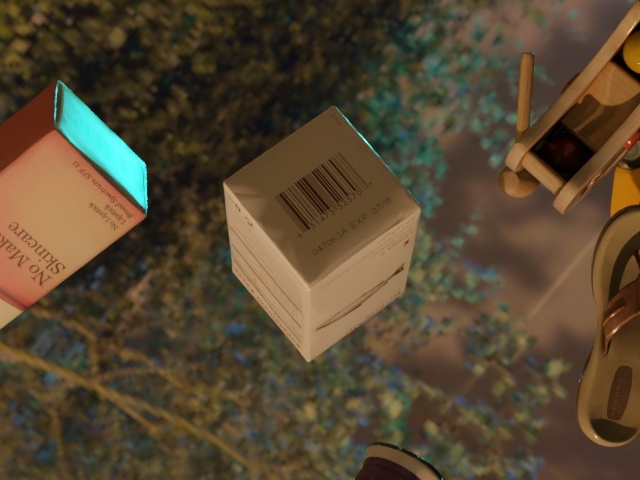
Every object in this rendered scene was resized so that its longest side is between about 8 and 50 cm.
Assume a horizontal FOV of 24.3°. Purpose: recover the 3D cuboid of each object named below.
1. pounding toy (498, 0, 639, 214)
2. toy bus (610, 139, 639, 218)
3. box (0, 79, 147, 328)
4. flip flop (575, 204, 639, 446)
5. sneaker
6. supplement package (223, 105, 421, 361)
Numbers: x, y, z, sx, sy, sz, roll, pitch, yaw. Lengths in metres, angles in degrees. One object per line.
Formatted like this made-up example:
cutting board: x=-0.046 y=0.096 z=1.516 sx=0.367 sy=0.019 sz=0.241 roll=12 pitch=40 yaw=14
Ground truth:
pounding toy: x=0.239 y=-0.134 z=1.453 sx=0.269 sy=0.155 sz=0.154 roll=-54 pitch=167 yaw=31
toy bus: x=0.439 y=-0.167 z=1.808 sx=0.108 sy=0.130 sz=0.332 roll=-33 pitch=139 yaw=-72
box: x=-0.322 y=-0.036 z=1.624 sx=0.232 sy=0.148 sz=0.127 roll=-37 pitch=-151 yaw=14
flip flop: x=0.348 y=0.099 z=1.646 sx=0.080 sy=0.112 sz=0.277 roll=-133 pitch=-127 yaw=-79
sneaker: x=0.075 y=0.327 z=1.505 sx=0.107 sy=0.283 sz=0.124 roll=14 pitch=-123 yaw=31
supplement package: x=0.000 y=0.000 z=1.119 sx=0.105 sy=0.105 sz=0.179 roll=-36 pitch=164 yaw=-13
